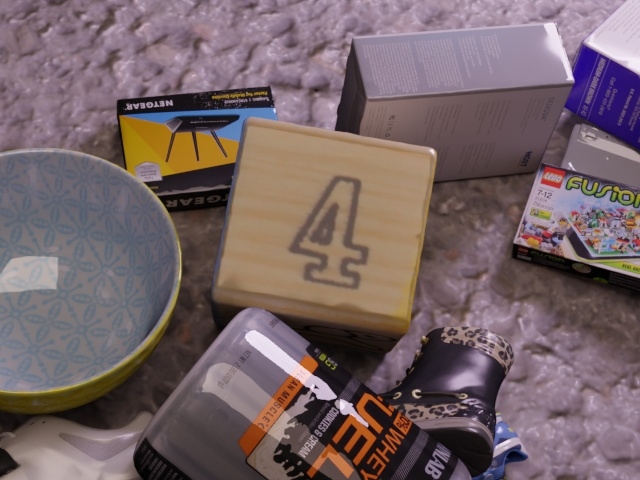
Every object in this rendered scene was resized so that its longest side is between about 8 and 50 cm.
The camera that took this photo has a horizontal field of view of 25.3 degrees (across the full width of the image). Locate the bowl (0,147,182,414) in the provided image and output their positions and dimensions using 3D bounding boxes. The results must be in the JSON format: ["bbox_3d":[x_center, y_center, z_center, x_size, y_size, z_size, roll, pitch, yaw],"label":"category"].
[{"bbox_3d":[-0.282,0.066,1.428,0.290,0.156,0.289,2,54,-3],"label":"bowl"}]

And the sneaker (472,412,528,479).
[{"bbox_3d":[0.154,0.239,1.451,0.059,0.053,0.144,43,66,14],"label":"sneaker"}]

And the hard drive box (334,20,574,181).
[{"bbox_3d":[0.144,-0.148,1.593,0.232,0.181,0.089,-5,60,-11],"label":"hard drive box"}]

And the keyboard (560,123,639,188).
[{"bbox_3d":[0.407,-0.065,1.642,0.256,0.014,0.072,20,66,6],"label":"keyboard"}]

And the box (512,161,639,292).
[{"bbox_3d":[0.330,-0.008,1.596,0.207,0.036,0.114,15,65,13],"label":"box"}]

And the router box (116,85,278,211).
[{"bbox_3d":[-0.134,-0.103,1.610,0.179,0.046,0.133,-7,62,-11],"label":"router box"}]

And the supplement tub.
[{"bbox_3d":[0.002,0.223,1.303,0.316,0.193,0.193,37,63,2],"label":"supplement tub"}]

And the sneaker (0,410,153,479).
[{"bbox_3d":[-0.298,0.241,1.368,0.331,0.122,0.146,-7,52,-17],"label":"sneaker"}]

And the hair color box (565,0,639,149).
[{"bbox_3d":[0.473,-0.154,1.643,0.339,0.110,0.185,32,49,20],"label":"hair color box"}]

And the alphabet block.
[{"bbox_3d":[0.000,0.000,1.465,0.197,0.192,0.193,10,80,-2],"label":"alphabet block"}]

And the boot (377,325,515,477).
[{"bbox_3d":[0.079,0.167,1.468,0.236,0.085,0.178,-2,31,22],"label":"boot"}]
